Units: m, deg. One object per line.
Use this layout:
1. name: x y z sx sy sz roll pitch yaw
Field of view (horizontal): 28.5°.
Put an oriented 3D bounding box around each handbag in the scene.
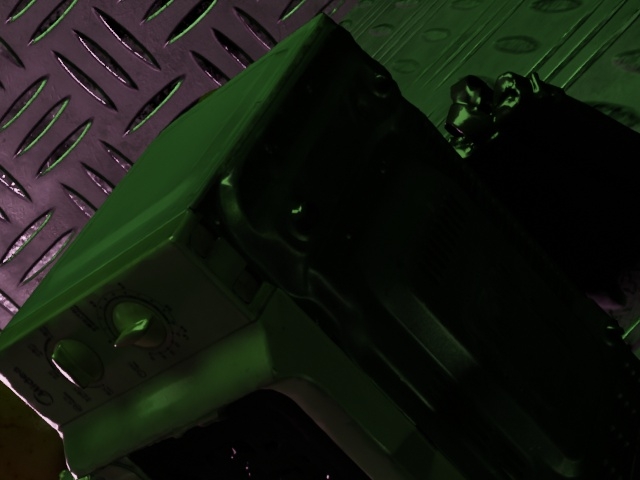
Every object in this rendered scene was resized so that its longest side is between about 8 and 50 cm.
1. handbag: 0.127 -0.012 1.034 0.285 0.257 0.113 -38 53 26

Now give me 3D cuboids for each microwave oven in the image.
1. microwave oven: 0.026 0.075 0.807 0.218 0.355 0.286 -30 20 40

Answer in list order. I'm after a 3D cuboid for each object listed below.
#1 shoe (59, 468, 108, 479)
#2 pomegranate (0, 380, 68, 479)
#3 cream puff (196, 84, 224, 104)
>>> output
1. shoe: -0.284 0.307 1.682 0.092 0.089 0.180 -32 18 6
2. pomegranate: -0.511 0.324 1.782 0.410 0.410 0.410 -43 14 13
3. cream puff: -0.123 -0.095 1.948 0.270 0.274 0.323 -40 8 -16
